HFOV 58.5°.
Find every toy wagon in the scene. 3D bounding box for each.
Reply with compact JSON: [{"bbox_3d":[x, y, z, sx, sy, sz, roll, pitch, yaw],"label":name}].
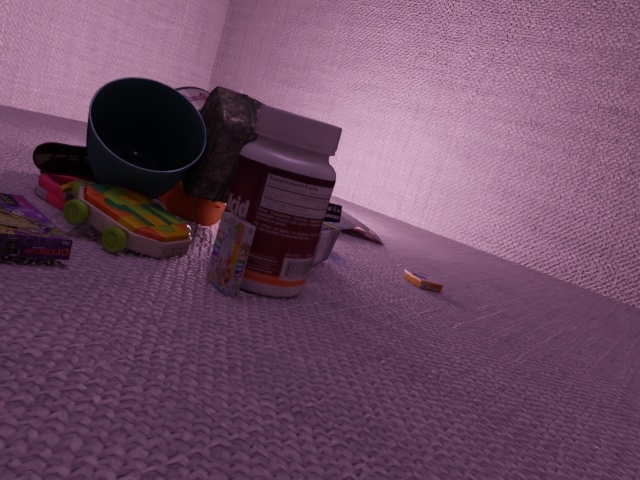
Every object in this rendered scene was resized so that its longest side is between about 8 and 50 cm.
[{"bbox_3d":[-0.474,-0.066,1.355,0.344,0.068,0.267,33,14,15],"label":"toy wagon"}]

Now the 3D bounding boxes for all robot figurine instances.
[{"bbox_3d":[-0.380,-0.118,1.739,0.219,0.158,0.128,20,33,19],"label":"robot figurine"}]

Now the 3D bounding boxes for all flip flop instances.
[{"bbox_3d":[-0.661,-0.210,1.617,0.277,0.112,0.080,9,-3,-27],"label":"flip flop"}]

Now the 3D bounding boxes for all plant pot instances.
[{"bbox_3d":[-0.480,-0.240,1.515,0.293,0.293,0.235,16,-35,-24],"label":"plant pot"}]

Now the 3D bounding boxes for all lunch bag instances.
[{"bbox_3d":[-0.226,-0.252,1.619,0.256,0.305,0.212,11,39,-33],"label":"lunch bag"}]

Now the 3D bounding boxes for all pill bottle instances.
[{"bbox_3d":[-0.095,-0.090,1.294,0.224,0.392,0.224,16,10,-3],"label":"pill bottle"}]

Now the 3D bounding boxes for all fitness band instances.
[{"bbox_3d":[-0.635,-0.120,1.546,0.291,0.054,0.209,26,13,35],"label":"fitness band"}]

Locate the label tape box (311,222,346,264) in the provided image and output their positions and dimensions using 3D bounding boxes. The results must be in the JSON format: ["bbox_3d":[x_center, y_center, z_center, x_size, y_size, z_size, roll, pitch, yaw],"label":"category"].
[{"bbox_3d":[-0.093,-0.020,1.725,0.249,0.115,0.348,19,8,17],"label":"label tape box"}]

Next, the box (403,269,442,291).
[{"bbox_3d":[0.326,0.128,1.845,0.081,0.028,0.136,13,9,-20],"label":"box"}]

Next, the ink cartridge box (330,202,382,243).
[{"bbox_3d":[0.076,-0.083,2.510,0.385,0.091,0.308,33,8,-8],"label":"ink cartridge box"}]

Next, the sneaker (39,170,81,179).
[{"bbox_3d":[-0.768,-0.201,1.726,0.221,0.083,0.087,12,-36,41],"label":"sneaker"}]

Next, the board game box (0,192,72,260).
[{"bbox_3d":[-0.641,-0.041,1.104,0.208,0.056,0.347,2,15,-41],"label":"board game box"}]

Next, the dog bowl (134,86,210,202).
[{"bbox_3d":[-0.448,-0.292,1.890,0.150,0.408,0.408,41,20,22],"label":"dog bowl"}]

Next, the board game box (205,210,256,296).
[{"bbox_3d":[-0.189,0.027,1.192,0.026,0.154,0.103,8,13,-39],"label":"board game box"}]

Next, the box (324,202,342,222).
[{"bbox_3d":[-0.071,-0.090,1.548,0.175,0.051,0.220,11,-1,-30],"label":"box"}]
